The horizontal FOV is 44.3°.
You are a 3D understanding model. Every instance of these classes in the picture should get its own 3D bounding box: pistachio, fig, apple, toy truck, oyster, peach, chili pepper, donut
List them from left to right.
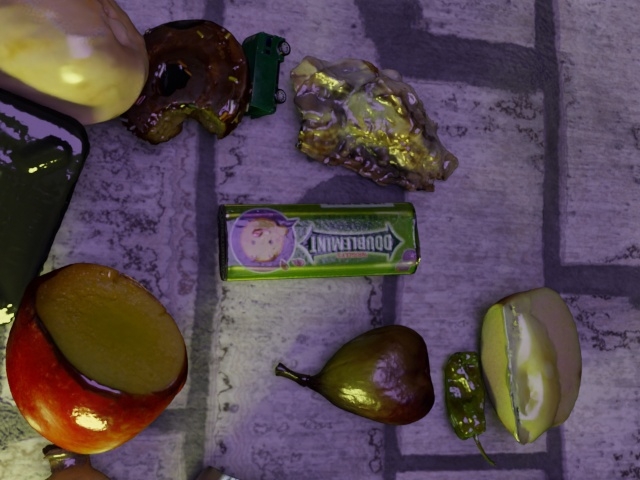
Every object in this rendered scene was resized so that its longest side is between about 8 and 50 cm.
[{"bbox_3d":[-0.408,-0.294,1.198,0.309,0.230,0.229,11,80,12],"label":"pistachio"},{"bbox_3d":[-0.348,0.174,1.170,0.245,0.248,0.274,-39,87,6],"label":"peach"},{"bbox_3d":[-0.223,-0.254,1.299,0.230,0.096,0.216,-21,69,6],"label":"donut"},{"bbox_3d":[-0.104,-0.289,1.369,0.079,0.065,0.147,15,76,-43],"label":"toy truck"},{"bbox_3d":[0.060,0.229,1.343,0.274,0.145,0.170,0,82,-3],"label":"fig"},{"bbox_3d":[0.109,-0.210,1.401,0.355,0.107,0.201,19,83,-22],"label":"oyster"},{"bbox_3d":[0.264,0.304,1.419,0.072,0.073,0.204,-4,73,1],"label":"chili pepper"},{"bbox_3d":[0.387,0.220,1.442,0.193,0.120,0.264,-6,89,-30],"label":"apple"}]

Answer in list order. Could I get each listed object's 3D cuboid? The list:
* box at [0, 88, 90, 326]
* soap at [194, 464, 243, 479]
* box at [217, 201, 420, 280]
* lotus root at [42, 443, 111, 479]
[{"bbox_3d":[-0.553,-0.072,1.159,0.350,0.091,0.359,22,101,-13],"label":"box"},{"bbox_3d":[-0.053,0.564,1.255,0.446,0.156,0.261,44,75,-7],"label":"soap"},{"bbox_3d":[0.000,0.000,1.360,0.346,0.097,0.134,-1,83,-16],"label":"box"},{"bbox_3d":[-0.365,0.459,1.187,0.146,0.131,0.303,-10,87,-18],"label":"lotus root"}]
